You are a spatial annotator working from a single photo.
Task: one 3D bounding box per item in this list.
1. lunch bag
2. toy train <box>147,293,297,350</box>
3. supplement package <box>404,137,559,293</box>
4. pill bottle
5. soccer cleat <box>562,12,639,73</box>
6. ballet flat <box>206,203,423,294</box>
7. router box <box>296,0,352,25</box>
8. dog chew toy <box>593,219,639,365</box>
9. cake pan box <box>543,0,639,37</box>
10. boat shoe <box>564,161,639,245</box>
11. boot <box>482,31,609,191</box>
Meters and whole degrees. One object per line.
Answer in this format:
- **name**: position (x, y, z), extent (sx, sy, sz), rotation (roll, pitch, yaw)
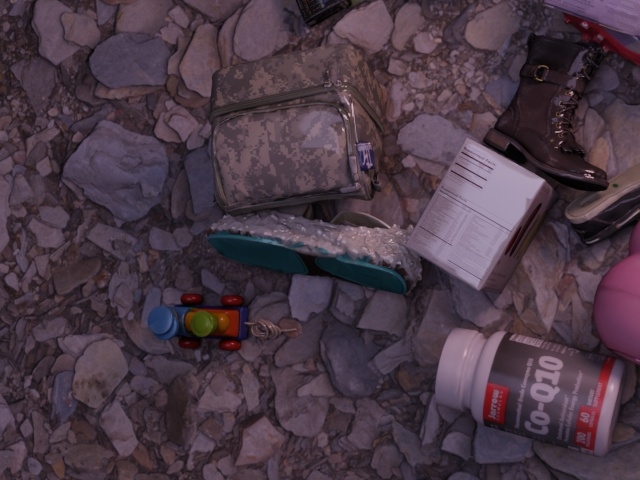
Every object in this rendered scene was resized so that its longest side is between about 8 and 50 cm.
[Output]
- **lunch bag**: position (-0.038, -0.175, 1.797), extent (0.305, 0.212, 0.256), rotation (-7, 67, 19)
- **toy train**: position (-0.183, 0.152, 1.888), extent (0.248, 0.143, 0.105), rotation (1, 86, 21)
- **supplement package**: position (0.273, -0.035, 1.702), extent (0.149, 0.194, 0.203), rotation (32, 98, 20)
- **pill bottle**: position (0.340, 0.239, 1.672), extent (0.283, 0.161, 0.161), rotation (12, 90, 21)
- **soccer cleat**: position (0.508, -0.352, 1.704), extent (0.248, 0.083, 0.095), rotation (39, 91, 17)
- **ballet flat**: position (0.000, 0.000, 1.858), extent (0.408, 0.147, 0.147), rotation (12, 90, 18)
- **router box**: position (-0.006, -0.479, 1.929), extent (0.092, 0.038, 0.122), rotation (-25, 78, 18)
- **dog chew toy**: position (0.562, 0.039, 1.593), extent (0.206, 0.206, 0.332), rotation (24, 86, 21)
- **cake pan box**: position (0.516, -0.443, 1.595), extent (0.266, 0.070, 0.246), rotation (23, 112, 17)
- **boat shoe**: position (0.521, -0.073, 1.687), extent (0.233, 0.084, 0.079), rotation (-30, 112, 9)
- **boot**: position (0.408, -0.222, 1.709), extent (0.263, 0.091, 0.229), rotation (32, 96, 35)
